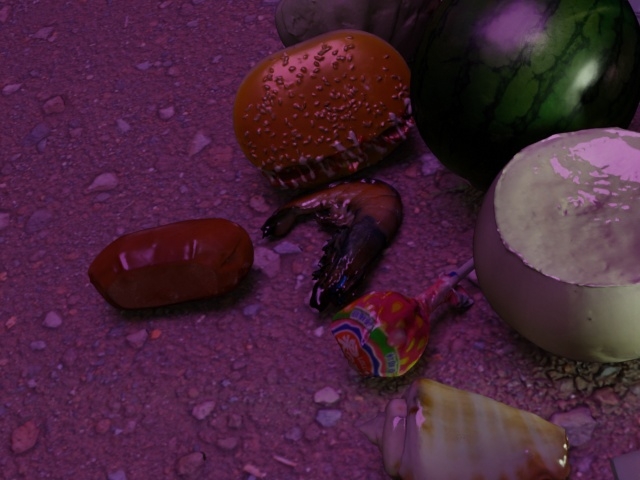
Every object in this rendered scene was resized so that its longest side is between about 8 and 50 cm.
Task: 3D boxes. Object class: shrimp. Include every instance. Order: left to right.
[{"bbox_3d":[0.000,0.000,1.968,0.222,0.054,0.290,2,43,22],"label":"shrimp"}]

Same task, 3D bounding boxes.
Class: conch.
[{"bbox_3d":[0.173,0.238,1.596,0.255,0.127,0.158,-7,43,14],"label":"conch"}]

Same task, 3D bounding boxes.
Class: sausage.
[{"bbox_3d":[-0.226,0.035,1.973,0.258,0.133,0.133,-12,42,16],"label":"sausage"}]

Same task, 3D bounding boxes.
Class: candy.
[{"bbox_3d":[0.172,0.062,1.807,0.365,0.124,0.124,-37,44,-27],"label":"candy"}]

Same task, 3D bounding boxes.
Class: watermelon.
[{"bbox_3d":[0.300,-0.242,1.880,0.363,0.363,0.363,-11,43,11],"label":"watermelon"}]

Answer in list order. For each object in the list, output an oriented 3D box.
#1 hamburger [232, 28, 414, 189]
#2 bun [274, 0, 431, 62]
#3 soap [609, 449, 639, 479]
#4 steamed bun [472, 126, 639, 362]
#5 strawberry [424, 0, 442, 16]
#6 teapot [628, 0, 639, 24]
[{"bbox_3d":[0.007,-0.211,2.065,0.295,0.227,0.151,-23,14,3],"label":"hamburger"},{"bbox_3d":[0.074,-0.363,2.214,0.293,0.293,0.187,-19,78,2],"label":"bun"},{"bbox_3d":[0.475,0.244,1.426,0.290,0.173,0.095,-16,78,6],"label":"soap"},{"bbox_3d":[0.362,0.015,1.688,0.324,0.206,0.324,-6,51,7],"label":"steamed bun"},{"bbox_3d":[0.305,-0.380,2.133,0.245,0.205,0.205,10,28,-33],"label":"strawberry"},{"bbox_3d":[0.526,-0.356,2.063,0.159,0.159,0.232,-21,42,0],"label":"teapot"}]
